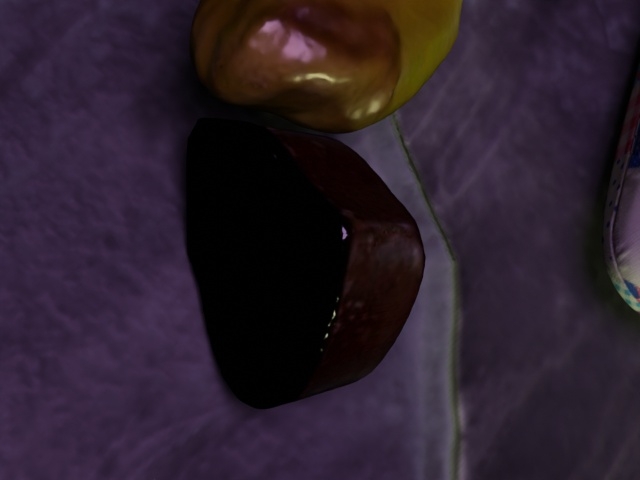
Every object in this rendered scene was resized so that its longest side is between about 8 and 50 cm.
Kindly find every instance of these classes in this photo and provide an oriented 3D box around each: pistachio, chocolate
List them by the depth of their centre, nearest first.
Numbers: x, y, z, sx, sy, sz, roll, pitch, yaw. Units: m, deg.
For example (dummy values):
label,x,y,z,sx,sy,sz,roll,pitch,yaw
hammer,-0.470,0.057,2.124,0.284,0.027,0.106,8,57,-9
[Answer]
label,x,y,z,sx,sy,sz,roll,pitch,yaw
chocolate,0.000,0.000,0.618,0.080,0.125,0.149,-6,77,-39
pistachio,0.004,-0.117,0.642,0.189,0.110,0.100,-51,129,-34

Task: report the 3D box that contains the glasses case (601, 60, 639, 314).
label,x,y,z,sx,sy,sz,roll,pitch,yaw
glasses case,0.257,-0.094,0.753,0.125,0.076,0.328,25,71,-14
